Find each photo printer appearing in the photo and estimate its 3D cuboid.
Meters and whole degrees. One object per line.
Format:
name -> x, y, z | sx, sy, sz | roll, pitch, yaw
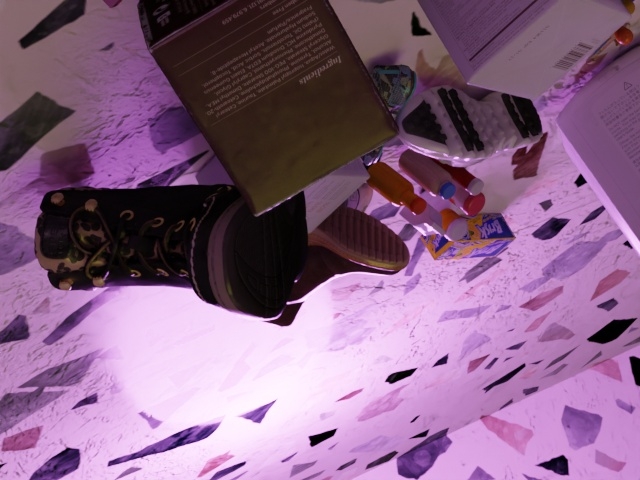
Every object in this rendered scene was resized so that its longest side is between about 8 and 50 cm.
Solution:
photo printer -> 0.504, -0.135, 2.012 | 0.256, 0.307, 0.107 | -36, 157, 12

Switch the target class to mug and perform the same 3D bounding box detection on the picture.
mug -> 0.188, -0.070, 2.137 | 0.062, 0.078, 0.064 | 31, 114, -27

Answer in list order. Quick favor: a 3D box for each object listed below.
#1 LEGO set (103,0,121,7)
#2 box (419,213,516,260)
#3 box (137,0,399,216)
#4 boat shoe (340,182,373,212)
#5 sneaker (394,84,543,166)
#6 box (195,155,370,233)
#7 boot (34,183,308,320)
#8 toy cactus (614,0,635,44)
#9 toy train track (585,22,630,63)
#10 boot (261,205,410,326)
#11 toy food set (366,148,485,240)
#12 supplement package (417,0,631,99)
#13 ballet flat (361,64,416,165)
LEGO set -> -0.147, -0.308, 1.204 | 0.227, 0.093, 0.087 | -42, -174, 19
box -> 0.248, -0.006, 2.327 | 0.169, 0.054, 0.059 | -4, 147, -47
box -> -0.053, -0.171, 1.364 | 0.167, 0.168, 0.203 | -30, 116, 3
boat shoe -> 0.000, 0.000, 2.014 | 0.076, 0.083, 0.226 | -2, 145, -46
sneaker -> 0.186, -0.142, 1.900 | 0.118, 0.110, 0.292 | -29, 165, 37
box -> -0.047, -0.081, 1.776 | 0.170, 0.091, 0.130 | 1, 144, -50
boot -> -0.173, 0.004, 1.532 | 0.284, 0.138, 0.377 | -1, -168, 9
toy cactus -> 0.298, -0.294, 1.733 | 0.219, 0.112, 0.180 | -26, 149, 17
toy train track -> 0.411, -0.277, 1.989 | 0.048, 0.014, 0.083 | -3, 147, -46
boot -> -0.015, 0.044, 1.953 | 0.248, 0.090, 0.207 | 16, 134, -2
toy food set -> 0.176, -0.057, 2.002 | 0.111, 0.104, 0.232 | -50, 140, 3
supplement package -> 0.171, -0.283, 1.396 | 0.139, 0.244, 0.134 | -41, 154, 29
ballet flat -> 0.065, -0.164, 1.788 | 0.070, 0.070, 0.188 | -16, 153, -27
